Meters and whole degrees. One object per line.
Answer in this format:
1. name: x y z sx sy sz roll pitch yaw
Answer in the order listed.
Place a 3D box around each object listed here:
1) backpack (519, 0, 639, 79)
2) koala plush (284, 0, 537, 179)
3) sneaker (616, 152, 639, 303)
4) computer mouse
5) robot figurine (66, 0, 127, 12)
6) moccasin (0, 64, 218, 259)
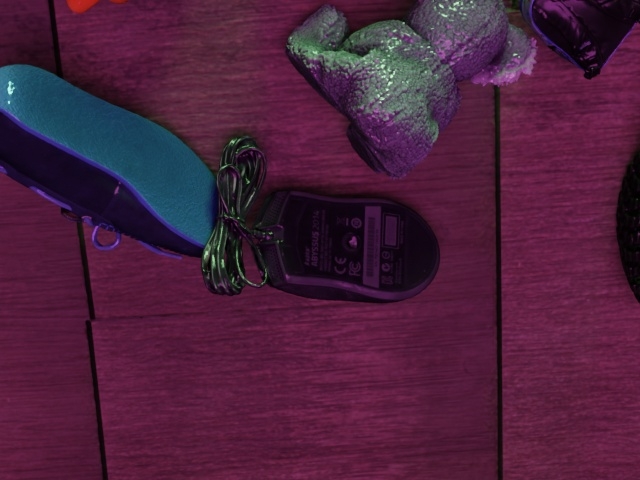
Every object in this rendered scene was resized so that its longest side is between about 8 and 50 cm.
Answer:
1. backpack: 0.275 -0.252 1.529 0.114 0.084 0.105 33 104 -20
2. koala plush: 0.111 -0.193 1.498 0.221 0.203 0.196 -38 109 -3
3. sneaker: 0.431 -0.069 1.584 0.146 0.134 0.344 11 109 -9
4. computer mouse: 0.000 0.000 1.597 0.272 0.072 0.189 13 70 -15
5. robot figurine: -0.192 -0.330 1.447 0.219 0.128 0.158 -38 94 11
6. moccasin: -0.240 -0.080 1.529 0.116 0.138 0.342 -26 133 34
